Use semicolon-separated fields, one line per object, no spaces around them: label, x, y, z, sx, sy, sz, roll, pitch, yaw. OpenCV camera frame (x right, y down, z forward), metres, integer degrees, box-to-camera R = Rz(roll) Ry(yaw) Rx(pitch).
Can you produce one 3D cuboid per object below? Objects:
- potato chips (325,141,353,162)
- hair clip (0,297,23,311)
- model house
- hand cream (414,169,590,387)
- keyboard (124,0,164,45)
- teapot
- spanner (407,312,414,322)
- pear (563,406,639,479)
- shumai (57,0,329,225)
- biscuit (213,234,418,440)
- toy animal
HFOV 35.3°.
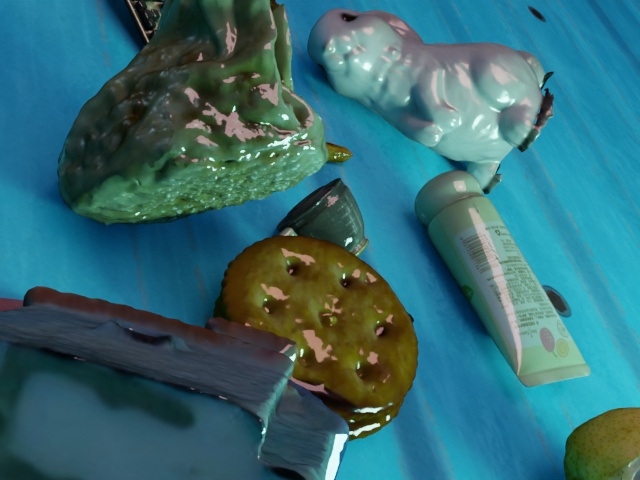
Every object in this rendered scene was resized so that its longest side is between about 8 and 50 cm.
potato chips;-0.035;-0.114;1.260;0.204;0.026;0.037;-3;55;-48
hair clip;-0.257;0.072;0.808;0.137;0.022;0.054;5;43;-43
model house;-0.135;0.159;0.686;0.294;0.252;0.329;15;10;3
hand cream;0.224;0.046;1.273;0.147;0.093;0.306;-1;52;-44
keyboard;-0.225;-0.346;1.286;0.106;0.027;0.317;-12;70;-50
teapot;-0.001;-0.001;1.125;0.091;0.124;0.092;51;-9;-7
spanner;0.051;0.114;1.084;0.046;0.012;0.208;47;34;12
pear;0.339;0.259;1.070;0.178;0.178;0.178;27;35;-20
shumai;-0.135;-0.136;0.972;0.225;0.260;0.222;26;44;-79
biscuit;-0.001;0.092;0.988;0.220;0.066;0.220;19;41;-18
toy animal;0.154;-0.238;1.477;0.357;0.194;0.258;29;43;-3
